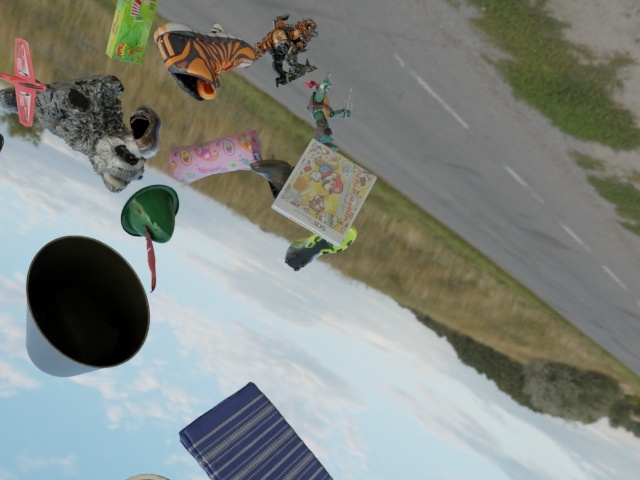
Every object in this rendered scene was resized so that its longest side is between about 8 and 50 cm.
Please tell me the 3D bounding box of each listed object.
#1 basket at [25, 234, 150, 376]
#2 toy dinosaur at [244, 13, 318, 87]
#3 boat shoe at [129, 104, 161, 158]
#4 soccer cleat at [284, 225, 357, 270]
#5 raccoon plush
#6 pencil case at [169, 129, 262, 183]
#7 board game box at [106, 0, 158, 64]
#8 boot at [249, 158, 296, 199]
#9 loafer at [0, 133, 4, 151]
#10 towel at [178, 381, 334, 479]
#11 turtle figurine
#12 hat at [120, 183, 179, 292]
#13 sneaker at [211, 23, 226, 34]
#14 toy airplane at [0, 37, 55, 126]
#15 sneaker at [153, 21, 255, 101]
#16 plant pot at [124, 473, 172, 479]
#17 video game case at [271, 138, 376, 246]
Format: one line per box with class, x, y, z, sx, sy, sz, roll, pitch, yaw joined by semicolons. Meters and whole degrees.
basket;-0.379;0.129;0.868;0.204;0.154;0.227;59;141;7
toy dinosaur;-0.134;-0.667;1.949;0.218;0.322;0.164;65;172;-16
boat shoe;-0.435;-0.286;1.372;0.066;0.066;0.183;64;-178;-51
soccer cleat;-0.001;-0.001;1.732;0.093;0.289;0.121;45;-139;-21
raccoon plush;-0.679;-0.298;1.571;0.446;0.299;0.216;9;-148;31
pencil case;-0.313;-0.252;1.691;0.284;0.124;0.124;-10;174;8
board game box;-0.526;-0.592;1.543;0.092;0.181;0.043;-4;-142;-46
boot;-0.116;-0.168;1.602;0.082;0.106;0.219;-13;169;37
loafer;-0.551;-0.103;0.883;0.061;0.170;0.062;15;162;20
towel;-0.132;0.497;1.233;0.336;0.040;0.243;48;-142;12
turtle figurine;0.019;-0.393;1.654;0.118;0.234;0.175;-5;166;32
hat;-0.421;-0.017;1.493;0.173;0.208;0.183;-22;-126;-31
sneaker;-0.292;-0.597;1.642;0.032;0.037;0.083;-5;136;46
toy airplane;-0.522;-0.271;0.940;0.151;0.151;0.028;31;-153;-11
sneaker;-0.290;-0.459;1.492;0.321;0.124;0.180;-11;-101;-47
plant pot;-0.346;0.754;1.376;0.334;0.334;0.305;32;176;31
video game case;0.013;-0.130;1.478;0.206;0.227;0.026;31;162;-5
